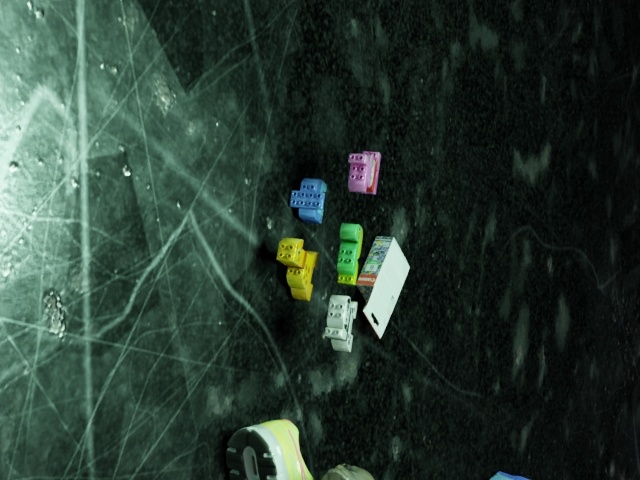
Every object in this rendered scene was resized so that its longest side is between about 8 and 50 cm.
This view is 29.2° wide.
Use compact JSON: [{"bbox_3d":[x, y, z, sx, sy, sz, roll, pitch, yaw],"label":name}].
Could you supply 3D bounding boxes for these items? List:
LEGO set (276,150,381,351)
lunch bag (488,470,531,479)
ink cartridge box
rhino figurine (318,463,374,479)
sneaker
[{"bbox_3d":[0.000,0.000,1.345,0.093,0.087,0.227,39,58,-71],"label":"LEGO set"},{"bbox_3d":[0.345,0.442,1.748,0.221,0.293,0.138,-19,108,-57],"label":"lunch bag"},{"bbox_3d":[0.072,0.058,1.529,0.063,0.029,0.115,59,45,-43],"label":"ink cartridge box"},{"bbox_3d":[0.039,0.349,1.286,0.106,0.073,0.243,-9,87,-71],"label":"rhino figurine"},{"bbox_3d":[-0.037,0.287,1.313,0.094,0.081,0.209,-26,114,-58],"label":"sneaker"}]
